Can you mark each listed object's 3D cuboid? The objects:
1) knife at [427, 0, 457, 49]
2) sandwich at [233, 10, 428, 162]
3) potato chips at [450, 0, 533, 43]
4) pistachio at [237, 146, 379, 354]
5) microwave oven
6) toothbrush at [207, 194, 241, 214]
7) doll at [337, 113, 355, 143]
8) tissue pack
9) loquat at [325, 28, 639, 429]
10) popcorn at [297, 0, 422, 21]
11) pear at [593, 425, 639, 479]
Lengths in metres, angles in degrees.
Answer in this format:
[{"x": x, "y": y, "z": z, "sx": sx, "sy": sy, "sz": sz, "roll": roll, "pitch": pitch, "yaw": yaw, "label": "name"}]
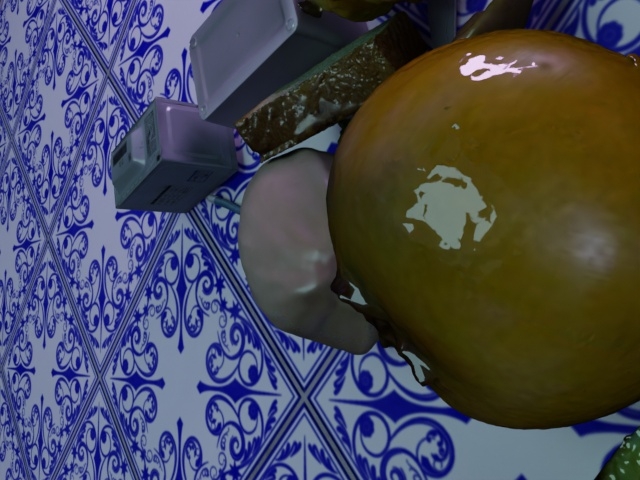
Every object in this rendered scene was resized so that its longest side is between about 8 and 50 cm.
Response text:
[{"x": 0.153, "y": -0.325, "z": 0.827, "sx": 0.058, "sy": 0.032, "sz": 0.244, "roll": 9, "pitch": 97, "yaw": 49, "label": "knife"}, {"x": 0.019, "y": -0.189, "z": 0.826, "sx": 0.215, "sy": 0.186, "sz": 0.065, "roll": -25, "pitch": 108, "yaw": 31, "label": "sandwich"}, {"x": 0.162, "y": -0.198, "z": 0.708, "sx": 0.062, "sy": 0.208, "sz": 0.195, "roll": 43, "pitch": 100, "yaw": -2, "label": "potato chips"}, {"x": 0.000, "y": 0.000, "z": 0.842, "sx": 0.331, "sy": 0.208, "sz": 0.226, "roll": -121, "pitch": 15, "yaw": -49, "label": "pistachio"}, {"x": -0.259, "y": -0.143, "z": 1.173, "sx": 0.208, "sy": 0.162, "sz": 0.122, "roll": -30, "pitch": 63, "yaw": 48, "label": "microwave oven"}, {"x": -0.109, "y": -0.041, "z": 1.094, "sx": 0.276, "sy": 0.019, "sz": 0.025, "roll": 26, "pitch": 99, "yaw": 47, "label": "toothbrush"}, {"x": 0.092, "y": -0.153, "z": 0.857, "sx": 0.190, "sy": 0.050, "sz": 0.115, "roll": 5, "pitch": 83, "yaw": 45, "label": "doll"}, {"x": -0.067, "y": -0.281, "z": 0.985, "sx": 0.246, "sy": 0.136, "sz": 0.159, "roll": -30, "pitch": 64, "yaw": 42, "label": "tissue pack"}, {"x": 0.181, "y": -0.021, "z": 0.563, "sx": 0.360, "sy": 0.328, "sz": 0.328, "roll": -32, "pitch": 51, "yaw": -8, "label": "loquat"}, {"x": 0.056, "y": -0.343, "z": 0.782, "sx": 0.190, "sy": 0.253, "sz": 0.191, "roll": 40, "pitch": 131, "yaw": 3, "label": "popcorn"}, {"x": 0.306, "y": 0.246, "z": 0.484, "sx": 0.292, "sy": 0.159, "sz": 0.292, "roll": -2, "pitch": 88, "yaw": 50, "label": "pear"}]
